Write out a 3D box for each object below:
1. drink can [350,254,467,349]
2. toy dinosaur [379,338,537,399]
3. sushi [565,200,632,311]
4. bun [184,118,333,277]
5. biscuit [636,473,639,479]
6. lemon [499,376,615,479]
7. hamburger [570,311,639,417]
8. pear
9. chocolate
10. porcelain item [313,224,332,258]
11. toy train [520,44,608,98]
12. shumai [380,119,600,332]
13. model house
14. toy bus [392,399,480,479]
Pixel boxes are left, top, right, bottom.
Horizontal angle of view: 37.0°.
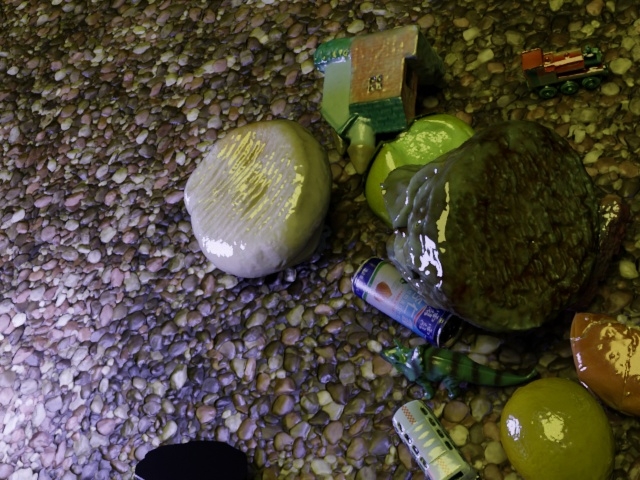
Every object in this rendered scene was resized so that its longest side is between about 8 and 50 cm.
[{"bbox_3d":[0.175,0.122,1.912,0.235,0.097,0.097,32,77,35],"label":"drink can"},{"bbox_3d":[0.252,0.253,1.817,0.291,0.120,0.079,17,54,5],"label":"toy dinosaur"},{"bbox_3d":[0.476,0.020,1.826,0.161,0.107,0.241,22,84,38],"label":"sushi"},{"bbox_3d":[-0.111,-0.080,2.078,0.365,0.219,0.365,-15,62,30],"label":"bun"},{"bbox_3d":[0.688,0.466,1.495,0.394,0.070,0.350,16,70,31],"label":"biscuit"},{"bbox_3d":[0.407,0.339,1.626,0.184,0.184,0.248,-34,52,1],"label":"lemon"},{"bbox_3d":[0.556,0.231,1.650,0.282,0.144,0.157,20,70,30],"label":"hamburger"},{"bbox_3d":[0.245,-0.115,1.991,0.292,0.159,0.293,-9,60,16],"label":"pear"},{"bbox_3d":[-0.242,0.511,1.854,0.224,0.206,0.177,15,112,40],"label":"chocolate"},{"bbox_3d":[0.000,0.000,2.105,0.036,0.028,0.083,17,66,13],"label":"porcelain item"},{"bbox_3d":[0.523,-0.368,2.045,0.175,0.118,0.074,-9,60,21],"label":"toy train"},{"bbox_3d":[0.275,-0.001,1.745,0.348,0.395,0.395,-22,43,58],"label":"shumai"},{"bbox_3d":[0.121,-0.279,2.134,0.267,0.194,0.325,-4,67,29],"label":"model house"},{"bbox_3d":[0.202,0.375,1.749,0.087,0.089,0.194,-35,52,0],"label":"toy bus"}]
